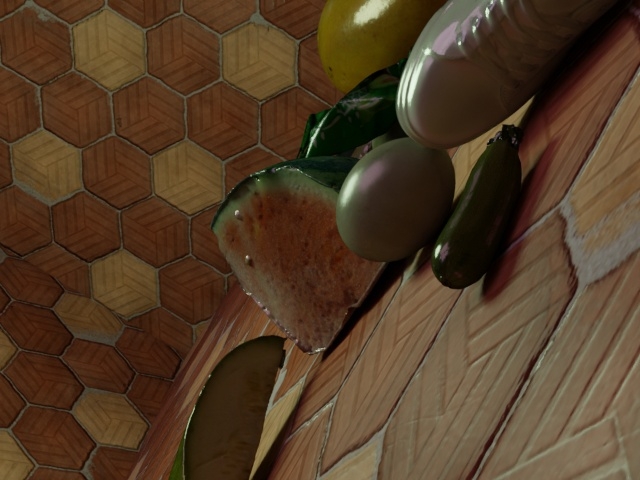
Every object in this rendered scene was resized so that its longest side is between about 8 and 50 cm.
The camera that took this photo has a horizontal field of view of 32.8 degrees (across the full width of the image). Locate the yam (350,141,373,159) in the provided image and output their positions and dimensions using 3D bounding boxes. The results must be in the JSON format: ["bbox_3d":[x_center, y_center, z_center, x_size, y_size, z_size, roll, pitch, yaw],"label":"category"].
[{"bbox_3d":[0.103,-0.155,1.709,0.127,0.084,0.084,-63,7,-16],"label":"yam"}]

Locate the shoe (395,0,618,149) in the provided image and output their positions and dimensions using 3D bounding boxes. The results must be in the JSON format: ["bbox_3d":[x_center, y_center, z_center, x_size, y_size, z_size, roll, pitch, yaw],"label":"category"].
[{"bbox_3d":[0.207,-0.222,1.005,0.363,0.132,0.160,-53,12,14],"label":"shoe"}]

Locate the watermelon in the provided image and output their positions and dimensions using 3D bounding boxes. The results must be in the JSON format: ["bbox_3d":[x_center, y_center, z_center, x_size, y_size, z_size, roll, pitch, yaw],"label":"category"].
[{"bbox_3d":[-0.019,-0.023,1.401,0.292,0.222,0.319,-60,3,36],"label":"watermelon"}]

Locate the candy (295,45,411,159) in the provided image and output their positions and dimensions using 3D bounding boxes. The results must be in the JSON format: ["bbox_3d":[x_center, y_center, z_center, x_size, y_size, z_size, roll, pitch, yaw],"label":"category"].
[{"bbox_3d":[0.053,-0.171,1.480,0.203,0.078,0.141,-29,12,21],"label":"candy"}]

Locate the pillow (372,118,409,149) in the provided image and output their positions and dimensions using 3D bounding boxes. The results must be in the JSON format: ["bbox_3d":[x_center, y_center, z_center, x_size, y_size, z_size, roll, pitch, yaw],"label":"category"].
[{"bbox_3d":[0.155,-0.206,1.514,0.302,0.075,0.185,-55,18,39],"label":"pillow"}]

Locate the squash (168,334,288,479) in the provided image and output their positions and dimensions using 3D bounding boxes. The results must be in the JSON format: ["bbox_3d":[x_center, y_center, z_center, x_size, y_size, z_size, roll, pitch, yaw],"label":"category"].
[{"bbox_3d":[-0.107,0.215,1.280,0.169,0.093,0.252,144,147,-78],"label":"squash"}]

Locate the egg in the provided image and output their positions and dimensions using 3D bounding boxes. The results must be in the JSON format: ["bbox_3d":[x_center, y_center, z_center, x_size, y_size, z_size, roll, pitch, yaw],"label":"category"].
[{"bbox_3d":[0.081,-0.044,1.151,0.152,0.114,0.114,-54,7,24],"label":"egg"}]

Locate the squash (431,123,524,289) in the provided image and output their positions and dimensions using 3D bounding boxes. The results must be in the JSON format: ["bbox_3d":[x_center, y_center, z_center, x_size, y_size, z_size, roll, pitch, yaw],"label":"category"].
[{"bbox_3d":[0.137,-0.028,0.916,0.052,0.052,0.183,-51,10,51],"label":"squash"}]

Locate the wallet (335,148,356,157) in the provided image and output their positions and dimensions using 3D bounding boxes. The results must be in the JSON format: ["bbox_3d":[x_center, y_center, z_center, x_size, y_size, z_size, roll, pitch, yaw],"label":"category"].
[{"bbox_3d":[0.072,-0.191,2.209,0.406,0.062,0.228,-62,7,-30],"label":"wallet"}]

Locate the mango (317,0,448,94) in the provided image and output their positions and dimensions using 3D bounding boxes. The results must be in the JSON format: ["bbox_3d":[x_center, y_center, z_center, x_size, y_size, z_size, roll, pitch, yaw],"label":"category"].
[{"bbox_3d":[0.156,-0.408,1.872,0.446,0.232,0.300,-37,16,54],"label":"mango"}]
